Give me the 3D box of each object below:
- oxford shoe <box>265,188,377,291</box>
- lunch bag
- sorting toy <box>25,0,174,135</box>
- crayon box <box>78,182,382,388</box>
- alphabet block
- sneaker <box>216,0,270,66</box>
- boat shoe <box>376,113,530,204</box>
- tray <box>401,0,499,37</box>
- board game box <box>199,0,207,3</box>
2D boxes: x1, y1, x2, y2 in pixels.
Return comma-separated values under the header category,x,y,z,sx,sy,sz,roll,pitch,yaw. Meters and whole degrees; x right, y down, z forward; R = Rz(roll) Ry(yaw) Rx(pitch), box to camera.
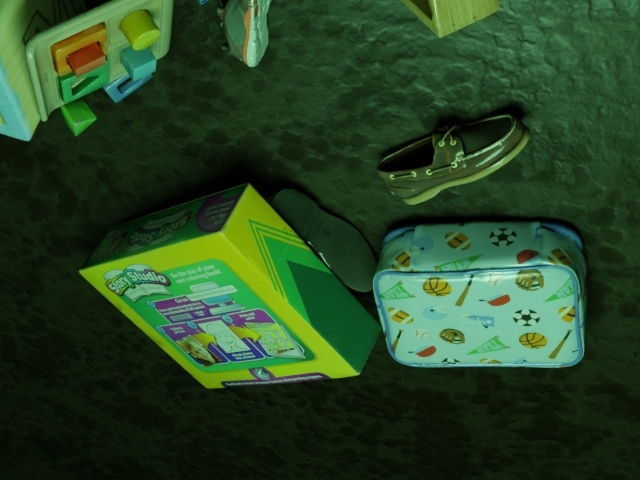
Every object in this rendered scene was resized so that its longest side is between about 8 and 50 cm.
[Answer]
category,x,y,z,sx,sy,sz,roll,pitch,yaw
oxford shoe,0.000,0.000,1.319,0.212,0.076,0.076,42,158,-20
lunch bag,0.224,0.087,1.287,0.303,0.115,0.243,-1,135,18
sorting toy,-0.241,-0.215,1.036,0.047,0.196,0.347,53,161,6
crayon box,-0.143,0.086,1.368,0.363,0.106,0.313,-13,128,44
alphabet block,-0.408,-0.265,1.056,0.192,0.197,0.193,17,156,2
sneaker,-0.098,-0.280,1.075,0.065,0.061,0.158,20,135,11
boat shoe,0.162,-0.109,1.142,0.207,0.073,0.073,-27,122,36
tray,0.057,-0.401,0.772,0.076,0.203,0.411,-25,136,-7
board game box,-0.099,-0.368,0.940,0.210,0.047,0.160,-21,112,43
